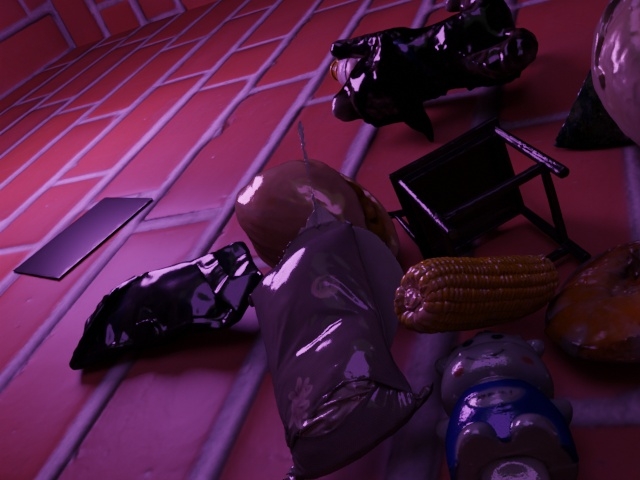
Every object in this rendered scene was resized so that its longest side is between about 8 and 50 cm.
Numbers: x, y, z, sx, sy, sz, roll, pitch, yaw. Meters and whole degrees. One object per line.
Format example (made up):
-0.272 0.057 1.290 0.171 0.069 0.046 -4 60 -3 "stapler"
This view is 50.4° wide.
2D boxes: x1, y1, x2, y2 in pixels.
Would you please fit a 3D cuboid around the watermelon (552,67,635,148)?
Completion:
0.386 -0.229 0.918 0.136 0.207 0.202 -4 7 -19 "watermelon"

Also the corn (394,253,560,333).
0.149 0.047 0.635 0.165 0.085 0.063 -5 36 -27 "corn"

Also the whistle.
0.145 0.150 0.534 0.110 0.092 0.244 -12 31 13 "whistle"

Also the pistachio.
-0.008 -0.022 0.870 0.229 0.157 0.157 21 51 39 "pistachio"

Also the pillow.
-0.002 0.098 0.667 0.169 0.059 0.255 -39 43 18 "pillow"

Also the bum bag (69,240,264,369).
-0.204 0.085 0.899 0.310 0.074 0.137 -18 42 21 "bum bag"

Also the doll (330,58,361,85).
0.079 -0.349 1.404 0.084 0.073 0.127 -3 16 -31 "doll"

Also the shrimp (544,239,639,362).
0.339 0.017 0.649 0.316 0.062 0.164 -34 24 -19 "shrimp"

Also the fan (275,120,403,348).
0.000 0.000 0.771 0.182 0.010 0.310 -17 69 23 "fan"

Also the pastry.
0.438 -0.201 0.758 0.264 0.133 0.265 -3 77 11 "pastry"

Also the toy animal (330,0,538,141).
0.173 -0.281 1.104 0.344 0.194 0.303 -23 24 12 "toy animal"

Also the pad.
-0.450 -0.012 1.295 0.170 0.006 0.245 3 39 40 "pad"

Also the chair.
0.169 -0.050 0.793 0.154 0.141 0.260 -29 32 -3 "chair"
